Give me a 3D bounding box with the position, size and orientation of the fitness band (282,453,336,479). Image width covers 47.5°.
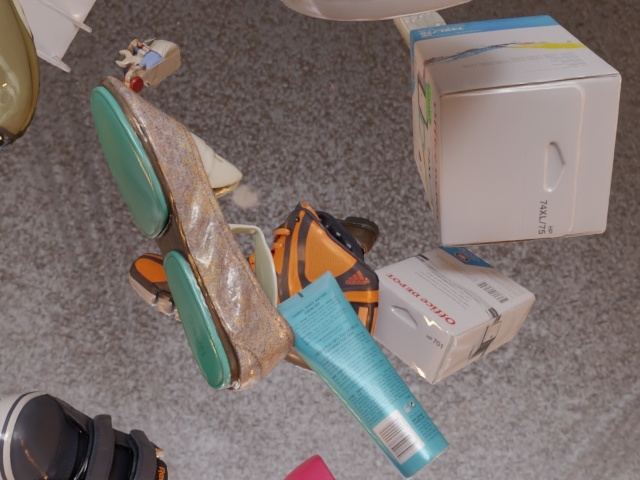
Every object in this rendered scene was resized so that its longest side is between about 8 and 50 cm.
[{"bbox_3d":[0.065,0.291,0.552,0.054,0.291,0.209,-38,141,-5],"label":"fitness band"}]

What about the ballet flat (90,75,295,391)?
[{"bbox_3d":[-0.114,-0.015,0.694,0.106,0.315,0.108,-23,180,-32],"label":"ballet flat"}]

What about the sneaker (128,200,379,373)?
[{"bbox_3d":[-0.074,0.029,0.886,0.321,0.125,0.180,18,97,15],"label":"sneaker"}]

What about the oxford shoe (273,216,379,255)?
[{"bbox_3d":[0.000,0.000,1.507,0.227,0.096,0.082,-1,129,24],"label":"oxford shoe"}]

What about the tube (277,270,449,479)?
[{"bbox_3d":[0.037,0.129,0.698,0.080,0.207,0.052,-33,163,-19],"label":"tube"}]

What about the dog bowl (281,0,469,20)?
[{"bbox_3d":[0.075,-0.306,0.663,0.265,0.264,0.104,-8,129,10],"label":"dog bowl"}]

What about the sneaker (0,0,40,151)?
[{"bbox_3d":[-0.295,-0.217,0.364,0.158,0.182,0.410,-34,96,-13],"label":"sneaker"}]

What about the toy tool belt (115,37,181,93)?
[{"bbox_3d":[-0.197,-0.195,0.803,0.051,0.083,0.052,29,143,19],"label":"toy tool belt"}]

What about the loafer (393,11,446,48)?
[{"bbox_3d":[0.270,-0.430,1.703,0.112,0.319,0.111,-27,164,-22],"label":"loafer"}]

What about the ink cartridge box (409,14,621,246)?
[{"bbox_3d":[0.227,-0.147,0.918,0.197,0.270,0.198,-5,119,2],"label":"ink cartridge box"}]

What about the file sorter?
[{"bbox_3d":[-0.384,-0.406,1.036,0.193,0.173,0.277,29,96,-35],"label":"file sorter"}]

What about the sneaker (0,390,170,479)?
[{"bbox_3d":[-0.250,0.264,0.830,0.128,0.126,0.321,-3,145,9],"label":"sneaker"}]

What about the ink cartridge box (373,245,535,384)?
[{"bbox_3d":[0.158,0.084,0.927,0.191,0.140,0.082,-17,134,-43],"label":"ink cartridge box"}]
